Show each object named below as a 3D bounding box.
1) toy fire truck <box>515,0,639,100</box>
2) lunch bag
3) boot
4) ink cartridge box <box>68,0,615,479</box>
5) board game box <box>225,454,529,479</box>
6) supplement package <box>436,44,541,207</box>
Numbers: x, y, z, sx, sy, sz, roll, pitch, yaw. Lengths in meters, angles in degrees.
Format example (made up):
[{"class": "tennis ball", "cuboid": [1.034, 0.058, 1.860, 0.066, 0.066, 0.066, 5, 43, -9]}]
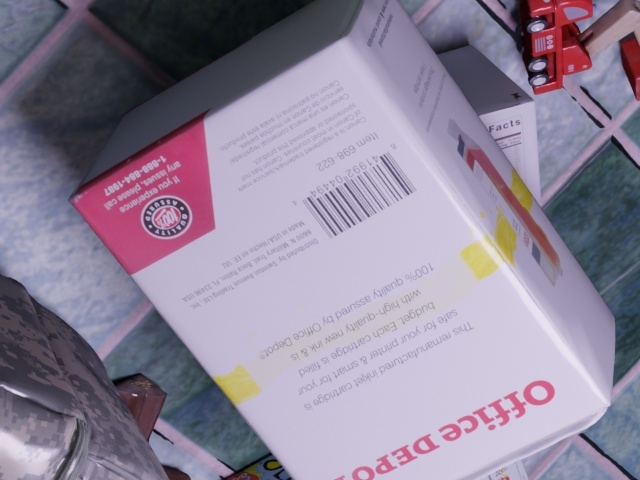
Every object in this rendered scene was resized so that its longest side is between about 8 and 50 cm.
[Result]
[{"class": "toy fire truck", "cuboid": [0.248, -0.186, 1.787, 0.135, 0.047, 0.192, -15, 150, -1]}, {"class": "lunch bag", "cuboid": [-0.250, 0.182, 1.635, 0.256, 0.305, 0.212, 26, 104, -32]}, {"class": "boot", "cuboid": [-0.156, 0.182, 1.846, 0.106, 0.037, 0.114, 6, 109, -30]}, {"class": "ink cartridge box", "cuboid": [0.029, 0.017, 1.631, 0.279, 0.160, 0.385, -28, 109, 24]}, {"class": "board game box", "cuboid": [0.054, 0.261, 1.919, 0.275, 0.142, 0.144, -28, 125, -9]}, {"class": "supplement package", "cuboid": [0.115, -0.031, 1.792, 0.139, 0.134, 0.244, -16, 122, -15]}]
